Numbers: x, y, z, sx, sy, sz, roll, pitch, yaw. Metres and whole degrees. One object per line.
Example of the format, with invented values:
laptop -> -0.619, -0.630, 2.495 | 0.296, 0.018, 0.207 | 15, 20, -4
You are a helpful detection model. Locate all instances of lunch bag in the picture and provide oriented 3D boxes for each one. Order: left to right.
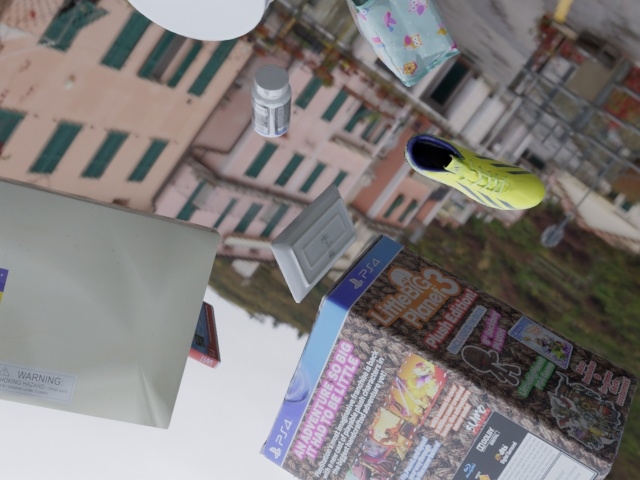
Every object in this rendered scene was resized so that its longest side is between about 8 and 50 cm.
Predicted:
lunch bag -> 0.138, -0.466, 1.786 | 0.223, 0.160, 0.262 | 52, -172, -38

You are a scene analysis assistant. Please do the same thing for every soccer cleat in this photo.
soccer cleat -> 0.295, -0.132, 1.766 | 0.289, 0.093, 0.121 | 23, -176, 16

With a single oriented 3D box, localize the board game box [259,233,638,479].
board game box -> 0.120, 0.177, 0.902 | 0.291, 0.232, 0.141 | 30, -144, 12

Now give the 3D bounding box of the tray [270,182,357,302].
tray -> 0.000, 0.000, 1.888 | 0.270, 0.030, 0.145 | -46, -59, -46

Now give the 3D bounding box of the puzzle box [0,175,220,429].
puzzle box -> -0.355, 0.067, 1.128 | 0.409, 0.272, 0.052 | 15, -172, -15

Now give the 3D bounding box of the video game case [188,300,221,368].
video game case -> -0.326, 0.130, 1.764 | 0.285, 0.025, 0.204 | 30, -161, -24

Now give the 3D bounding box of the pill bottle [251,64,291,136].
pill bottle -> -0.095, -0.270, 1.744 | 0.078, 0.078, 0.137 | 40, 154, 19

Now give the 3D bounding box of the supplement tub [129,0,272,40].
supplement tub -> -0.125, -0.456, 1.188 | 0.241, 0.331, 0.241 | 13, 152, 7
